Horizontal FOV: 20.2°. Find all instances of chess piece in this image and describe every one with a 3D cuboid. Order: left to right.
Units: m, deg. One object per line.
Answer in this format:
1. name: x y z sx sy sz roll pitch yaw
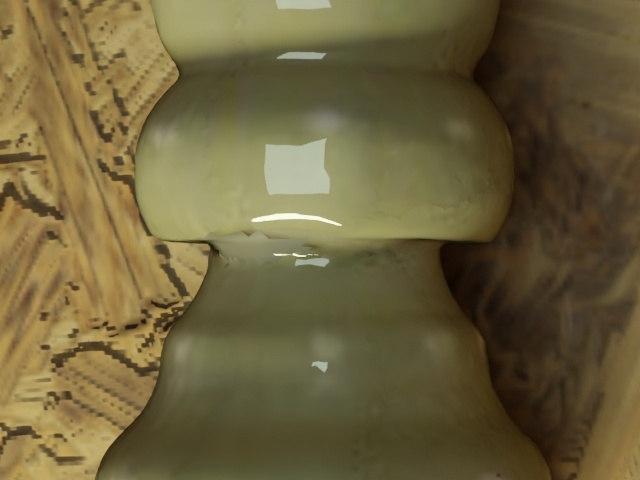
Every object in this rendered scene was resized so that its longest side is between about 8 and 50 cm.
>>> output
1. chess piece: 0.000 0.000 0.627 0.167 0.167 0.299 -1 87 21
